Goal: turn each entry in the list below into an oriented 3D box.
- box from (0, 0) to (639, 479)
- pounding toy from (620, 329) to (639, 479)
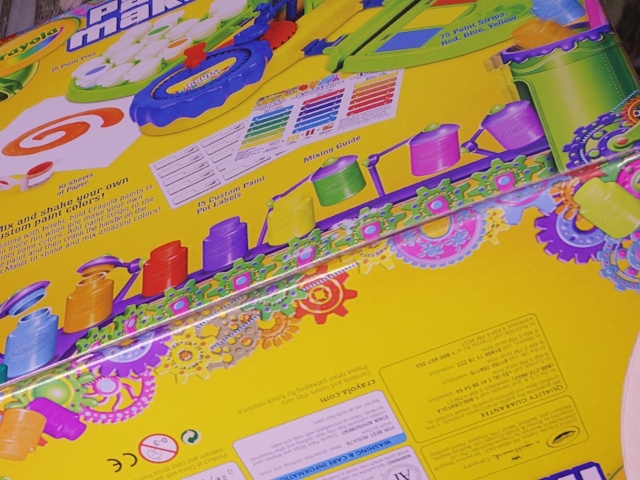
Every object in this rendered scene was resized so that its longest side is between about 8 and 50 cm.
[{"bbox_3d":[0.000,0.000,0.693,0.290,0.177,0.279,-21,35,10],"label":"box"},{"bbox_3d":[0.202,0.080,0.535,0.183,0.110,0.237,12,111,27],"label":"pounding toy"}]
